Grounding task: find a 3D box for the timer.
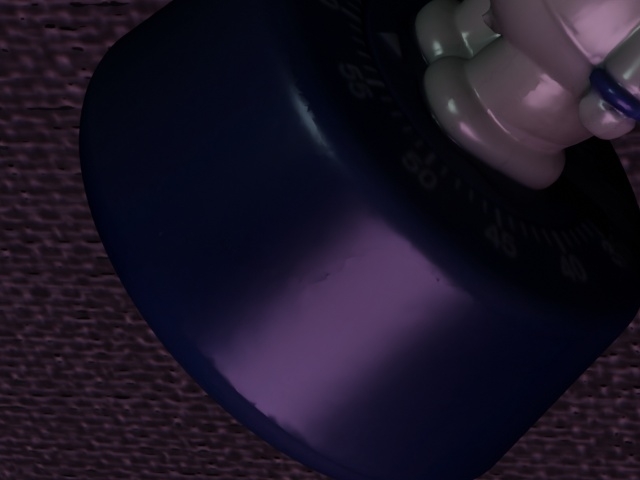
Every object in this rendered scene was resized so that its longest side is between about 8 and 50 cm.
[{"bbox_3d":[0.106,-0.094,0.836,0.270,0.270,0.383,33,123,-24],"label":"timer"}]
